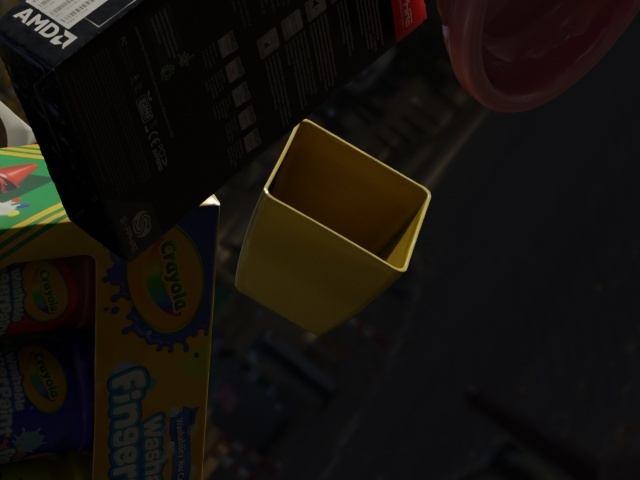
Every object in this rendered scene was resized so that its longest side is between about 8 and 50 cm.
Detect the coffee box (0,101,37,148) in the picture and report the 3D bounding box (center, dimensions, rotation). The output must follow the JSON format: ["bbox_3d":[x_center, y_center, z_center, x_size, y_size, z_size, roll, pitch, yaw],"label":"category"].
[{"bbox_3d":[-0.664,-0.096,2.450,0.338,0.334,0.338,-52,8,-25],"label":"coffee box"}]

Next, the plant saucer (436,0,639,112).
[{"bbox_3d":[0.213,-0.275,1.502,0.332,0.084,0.332,-37,-32,-28],"label":"plant saucer"}]

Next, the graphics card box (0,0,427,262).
[{"bbox_3d":[-0.078,-0.180,1.398,0.371,0.094,0.233,-42,-35,-22],"label":"graphics card box"}]

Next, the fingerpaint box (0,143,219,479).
[{"bbox_3d":[-0.303,0.141,1.622,0.163,0.371,0.445,-128,37,-51],"label":"fingerpaint box"}]

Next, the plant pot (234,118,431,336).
[{"bbox_3d":[0.000,0.000,2.288,0.187,0.212,0.212,-58,5,35],"label":"plant pot"}]
